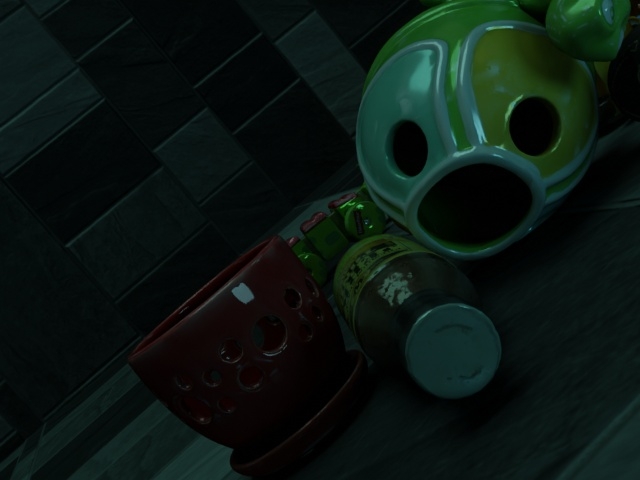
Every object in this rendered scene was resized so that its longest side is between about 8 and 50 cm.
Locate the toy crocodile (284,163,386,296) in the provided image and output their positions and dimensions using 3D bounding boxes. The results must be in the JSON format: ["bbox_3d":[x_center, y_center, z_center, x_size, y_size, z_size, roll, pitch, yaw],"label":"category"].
[{"bbox_3d":[0.000,0.000,1.580,0.340,0.105,0.115,-42,7,-9],"label":"toy crocodile"}]

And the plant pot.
[{"bbox_3d":[-0.061,0.116,0.921,0.191,0.174,0.191,-40,8,7],"label":"plant pot"}]

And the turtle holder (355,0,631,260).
[{"bbox_3d":[0.183,-0.117,0.947,0.320,0.243,0.227,-22,36,28],"label":"turtle holder"}]

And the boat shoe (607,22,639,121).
[{"bbox_3d":[0.337,-0.152,0.789,0.095,0.112,0.335,-38,10,-21],"label":"boat shoe"}]

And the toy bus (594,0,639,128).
[{"bbox_3d":[0.359,-0.235,1.150,0.212,0.149,0.220,-25,8,-7],"label":"toy bus"}]

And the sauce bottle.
[{"bbox_3d":[0.079,0.058,0.821,0.111,0.111,0.344,-40,7,-2],"label":"sauce bottle"}]

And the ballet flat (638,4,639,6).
[{"bbox_3d":[0.423,-0.272,1.278,0.241,0.091,0.077,-40,36,33],"label":"ballet flat"}]
